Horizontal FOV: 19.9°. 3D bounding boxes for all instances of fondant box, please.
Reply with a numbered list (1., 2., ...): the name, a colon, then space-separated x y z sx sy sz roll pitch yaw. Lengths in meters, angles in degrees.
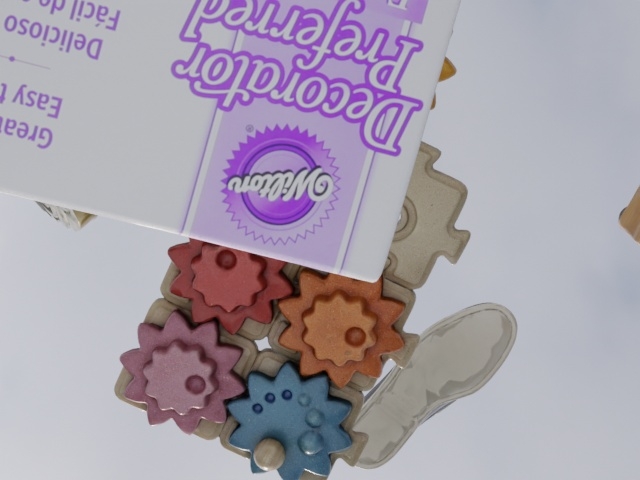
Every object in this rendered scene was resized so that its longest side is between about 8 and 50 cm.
1. fondant box: -0.050 -0.172 0.739 0.096 0.238 0.330 -138 -117 -73

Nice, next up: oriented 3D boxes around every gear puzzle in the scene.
1. gear puzzle: 0.000 0.000 1.174 0.044 0.175 0.339 -65 180 -74

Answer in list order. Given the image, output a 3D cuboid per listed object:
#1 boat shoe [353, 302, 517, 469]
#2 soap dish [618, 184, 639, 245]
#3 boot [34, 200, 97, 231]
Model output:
1. boat shoe: 0.098 0.126 1.687 0.206 0.075 0.065 -44 -175 13
2. soap dish: 0.416 -0.024 1.623 0.229 0.291 0.118 -59 -151 -8
3. boot: -0.124 -0.156 1.241 0.269 0.089 0.236 -37 -127 -11
